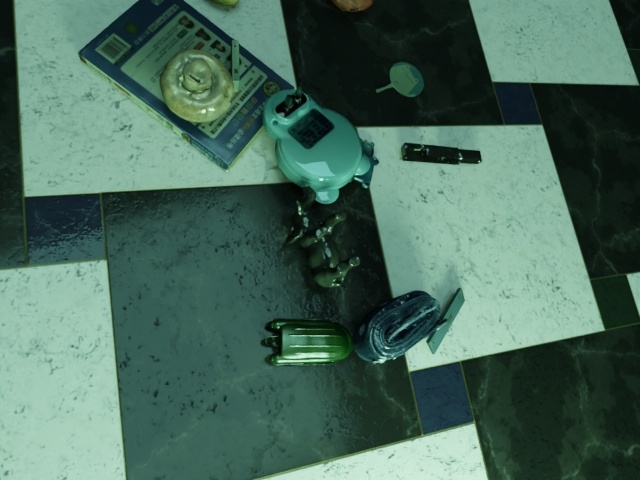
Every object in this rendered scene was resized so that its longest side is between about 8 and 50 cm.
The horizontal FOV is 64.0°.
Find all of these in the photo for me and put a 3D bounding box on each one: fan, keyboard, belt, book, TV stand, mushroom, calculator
[{"bbox_3d":[0.225,-0.453,1.470,0.175,0.005,0.113,-28,85,-26],"label":"fan"},{"bbox_3d":[0.317,0.201,1.288,0.176,0.014,0.055,-52,132,-24],"label":"keyboard"},{"bbox_3d":[0.184,0.196,1.193,0.218,0.128,0.122,-29,85,-26],"label":"belt"},{"bbox_3d":[-0.309,-0.404,1.248,0.428,0.039,0.300,38,66,-6],"label":"book"},{"bbox_3d":[0.337,-0.238,1.426,0.249,0.042,0.036,1,71,-20],"label":"TV stand"},{"bbox_3d":[-0.274,-0.348,1.153,0.166,0.127,0.166,4,80,-22],"label":"mushroom"},{"bbox_3d":[0.108,-0.207,1.348,0.094,0.019,0.141,19,67,-14],"label":"calculator"}]

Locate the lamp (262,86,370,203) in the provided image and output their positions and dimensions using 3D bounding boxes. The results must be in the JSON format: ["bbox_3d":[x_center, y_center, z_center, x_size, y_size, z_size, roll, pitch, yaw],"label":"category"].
[{"bbox_3d":[-0.022,-0.239,1.239,0.209,0.147,0.284,-44,105,-26],"label":"lamp"}]

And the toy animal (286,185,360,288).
[{"bbox_3d":[-0.005,-0.001,1.177,0.114,0.146,0.245,-6,77,-27],"label":"toy animal"}]

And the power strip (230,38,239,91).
[{"bbox_3d":[-0.207,-0.428,1.241,0.019,0.051,0.136,0,74,-12],"label":"power strip"}]

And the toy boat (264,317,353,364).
[{"bbox_3d":[-0.022,0.227,1.154,0.210,0.052,0.104,4,71,-20],"label":"toy boat"}]

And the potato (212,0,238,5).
[{"bbox_3d":[-0.265,-0.662,1.324,0.138,0.070,0.092,38,64,-7],"label":"potato"}]

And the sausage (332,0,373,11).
[{"bbox_3d":[0.112,-0.769,1.447,0.152,0.152,0.280,20,68,-13],"label":"sausage"}]
